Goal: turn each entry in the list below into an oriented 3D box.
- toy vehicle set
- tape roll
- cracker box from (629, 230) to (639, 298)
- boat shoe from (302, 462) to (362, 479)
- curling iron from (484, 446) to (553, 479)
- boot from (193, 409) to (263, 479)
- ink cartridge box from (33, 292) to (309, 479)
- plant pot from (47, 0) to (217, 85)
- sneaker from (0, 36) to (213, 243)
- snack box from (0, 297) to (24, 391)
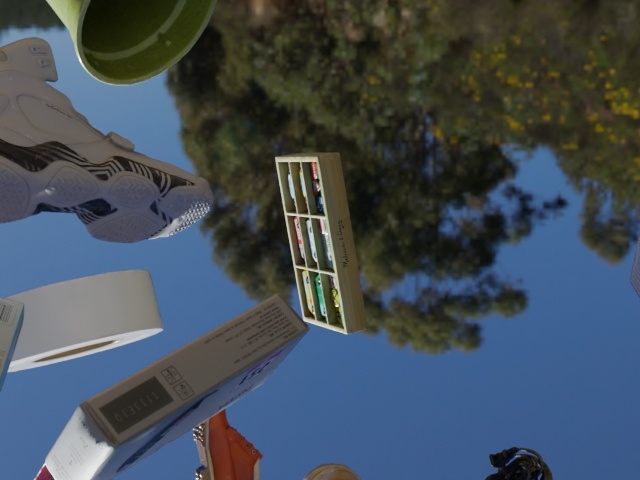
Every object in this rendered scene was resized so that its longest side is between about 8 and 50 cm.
[{"bbox_3d":[0.000,0.000,1.722,0.035,0.266,0.166,-13,-173,-23],"label":"toy vehicle set"},{"bbox_3d":[-0.399,0.131,1.812,0.286,0.100,0.286,-15,174,-2],"label":"tape roll"},{"bbox_3d":[0.409,-0.042,1.127,0.156,0.232,0.067,1,-153,-4],"label":"cracker box"},{"bbox_3d":[0.028,0.457,1.425,0.122,0.341,0.110,-7,176,-11],"label":"boat shoe"},{"bbox_3d":[0.144,0.318,1.121,0.035,0.274,0.068,21,-166,-36],"label":"curling iron"},{"bbox_3d":[-0.116,0.254,1.434,0.085,0.157,0.059,-4,-179,-15],"label":"boot"},{"bbox_3d":[-0.166,0.185,1.189,0.275,0.239,0.060,-28,-107,-44],"label":"ink cartridge box"},{"bbox_3d":[-0.349,-0.433,1.836,0.254,0.276,0.276,42,-142,25],"label":"plant pot"},{"bbox_3d":[-0.299,-0.123,1.375,0.366,0.210,0.137,7,147,-39],"label":"sneaker"},{"bbox_3d":[-0.525,0.121,1.310,0.322,0.060,0.187,14,-135,-9],"label":"snack box"}]
